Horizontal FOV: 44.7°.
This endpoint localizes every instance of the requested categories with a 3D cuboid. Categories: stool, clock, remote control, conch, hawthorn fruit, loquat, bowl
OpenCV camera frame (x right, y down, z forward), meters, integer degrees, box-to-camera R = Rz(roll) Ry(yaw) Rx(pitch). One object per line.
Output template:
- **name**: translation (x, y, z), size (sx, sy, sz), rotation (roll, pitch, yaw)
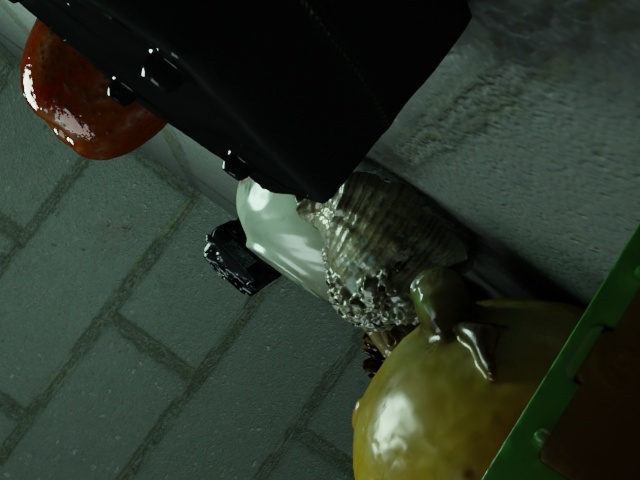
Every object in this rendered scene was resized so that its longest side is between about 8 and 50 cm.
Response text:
- **stool**: translation (-0.052, -0.127, 0.397), size (0.232, 0.141, 0.232), rotation (35, 174, 4)
- **clock**: translation (0.199, 0.112, 0.486), size (0.106, 0.220, 0.255), rotation (31, 174, 22)
- **remote control**: translation (-0.101, 0.011, 1.415), size (0.144, 0.062, 0.399), rotation (44, -163, 3)
- **conch**: translation (0.072, 0.012, 0.866), size (0.245, 0.178, 0.163), rotation (43, -149, -14)
- **hawthorn fruit**: translation (-0.228, -0.179, 0.833), size (0.189, 0.189, 0.189), rotation (35, 174, 4)
- **loquat**: translation (0.178, 0.187, 0.757), size (0.360, 0.328, 0.328), rotation (61, 168, -12)
- **bowl**: translation (-0.007, -0.012, 1.058), size (0.277, 0.145, 0.277), rotation (34, 175, 3)

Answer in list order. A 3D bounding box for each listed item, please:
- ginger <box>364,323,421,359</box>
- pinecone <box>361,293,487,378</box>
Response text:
- **ginger**: translation (0.199, 0.158, 0.977), size (0.332, 0.166, 0.080), rotation (14, 147, -16)
- **pinecone**: translation (0.157, 0.156, 1.128), size (0.221, 0.221, 0.221), rotation (35, 174, 4)
